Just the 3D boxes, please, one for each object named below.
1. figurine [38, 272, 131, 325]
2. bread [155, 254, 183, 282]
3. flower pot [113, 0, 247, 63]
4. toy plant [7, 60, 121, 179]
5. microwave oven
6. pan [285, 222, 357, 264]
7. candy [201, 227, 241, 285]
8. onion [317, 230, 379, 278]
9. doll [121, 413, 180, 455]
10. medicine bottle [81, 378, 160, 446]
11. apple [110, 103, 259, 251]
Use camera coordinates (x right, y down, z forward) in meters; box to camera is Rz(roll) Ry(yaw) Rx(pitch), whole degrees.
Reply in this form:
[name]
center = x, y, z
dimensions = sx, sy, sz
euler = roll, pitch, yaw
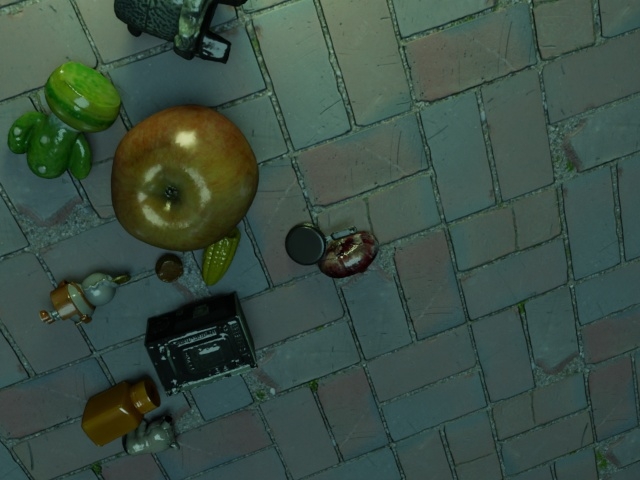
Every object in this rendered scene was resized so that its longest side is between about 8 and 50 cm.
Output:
[figurine]
center = -0.689, 0.172, 1.768
dimensions = 0.271, 0.143, 0.143
euler = -13, 114, -4
[bread]
center = -0.459, 0.084, 1.822
dimensions = 0.085, 0.053, 0.085
euler = -11, 122, -18
[flower pot]
center = -0.328, -0.577, 1.447
dimensions = 0.283, 0.299, 0.299
euler = 19, 107, -13
[toy plant]
center = -0.672, -0.293, 1.582
dimensions = 0.224, 0.184, 0.316
euler = 38, 116, -18
[microwave oven]
center = -0.369, 0.325, 1.869
dimensions = 0.295, 0.181, 0.237
euler = -17, 115, -4
[pan]
center = 0.000, 0.000, 1.856
dimensions = 0.235, 0.028, 0.136
euler = -18, 100, 11
[candy]
center = -0.309, 0.051, 1.813
dimensions = 0.094, 0.106, 0.198
euler = 19, 113, 0
[onion]
center = 0.101, 0.062, 1.901
dimensions = 0.206, 0.098, 0.151
euler = -36, 113, 4
[doll]
center = -0.569, 0.662, 2.016
dimensions = 0.192, 0.095, 0.149
euler = -15, 112, -2
[medicine bottle]
center = -0.635, 0.537, 1.919
dimensions = 0.222, 0.149, 0.112
euler = -27, 115, 0
[apple]
center = -0.360, -0.157, 1.585
dimensions = 0.392, 0.346, 0.391
euler = -2, 111, -4
